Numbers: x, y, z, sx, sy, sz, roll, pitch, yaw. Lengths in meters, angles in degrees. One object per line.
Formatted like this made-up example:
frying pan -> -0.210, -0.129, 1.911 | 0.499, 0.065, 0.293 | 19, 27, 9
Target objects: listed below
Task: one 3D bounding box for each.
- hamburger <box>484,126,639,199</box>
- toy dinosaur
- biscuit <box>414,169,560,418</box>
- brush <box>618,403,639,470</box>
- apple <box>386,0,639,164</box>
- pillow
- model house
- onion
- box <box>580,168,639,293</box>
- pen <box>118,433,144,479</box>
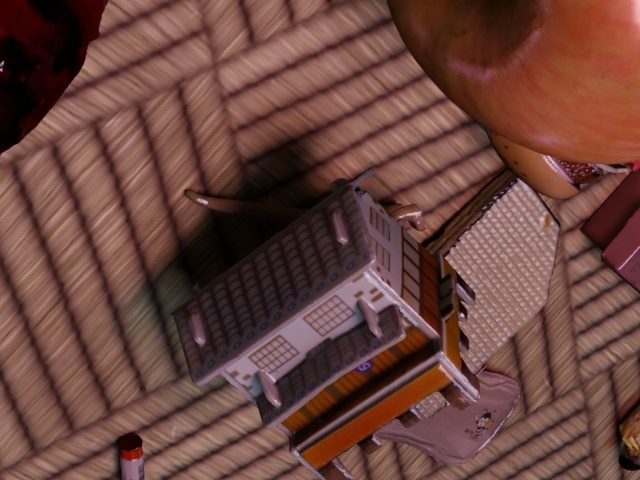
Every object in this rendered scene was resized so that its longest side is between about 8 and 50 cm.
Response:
hamburger -> 0.237, -0.120, 1.878 | 0.137, 0.175, 0.175 | -36, 136, 13
toy dinosaur -> 0.002, 0.004, 1.865 | 0.200, 0.072, 0.251 | -26, 144, -2
biscuit -> 0.155, 0.055, 1.998 | 0.252, 0.052, 0.150 | -45, 124, -5
brush -> 0.474, 0.171, 2.321 | 0.297, 0.068, 0.060 | -38, 113, -11
apple -> 0.247, -0.263, 1.620 | 0.346, 0.391, 0.391 | -18, 130, -30
pillow -> 0.129, 0.185, 2.101 | 0.232, 0.038, 0.131 | 26, 102, -43
model house -> 0.012, 0.078, 1.771 | 0.224, 0.198, 0.215 | -35, 113, 22
onion -> -0.290, -0.170, 1.484 | 0.280, 0.146, 0.314 | -40, 133, 4
box -> 0.427, -0.024, 2.120 | 0.215, 0.086, 0.215 | -50, 135, 6
pen -> -0.195, 0.291, 1.970 | 0.026, 0.026, 0.218 | -17, 130, -24
